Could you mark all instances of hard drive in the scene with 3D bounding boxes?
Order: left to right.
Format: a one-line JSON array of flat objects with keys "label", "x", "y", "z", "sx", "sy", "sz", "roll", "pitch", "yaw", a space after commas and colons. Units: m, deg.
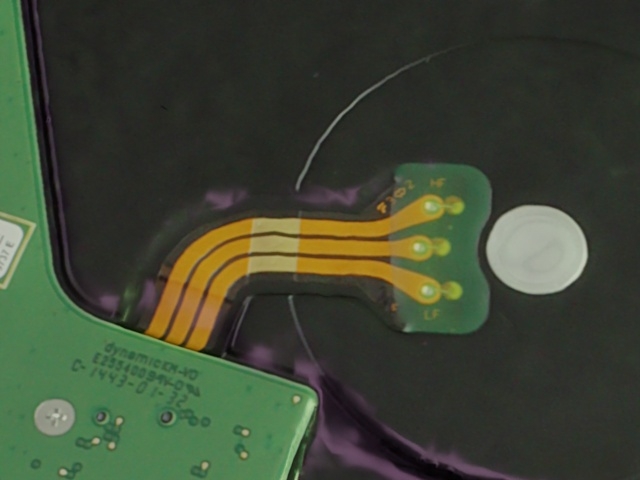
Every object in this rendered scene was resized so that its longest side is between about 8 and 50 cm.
[{"label": "hard drive", "x": 0.000, "y": 0.000, "z": 0.461, "sx": 0.339, "sy": 0.064, "sz": 0.237, "roll": 17, "pitch": 65, "yaw": 10}]
